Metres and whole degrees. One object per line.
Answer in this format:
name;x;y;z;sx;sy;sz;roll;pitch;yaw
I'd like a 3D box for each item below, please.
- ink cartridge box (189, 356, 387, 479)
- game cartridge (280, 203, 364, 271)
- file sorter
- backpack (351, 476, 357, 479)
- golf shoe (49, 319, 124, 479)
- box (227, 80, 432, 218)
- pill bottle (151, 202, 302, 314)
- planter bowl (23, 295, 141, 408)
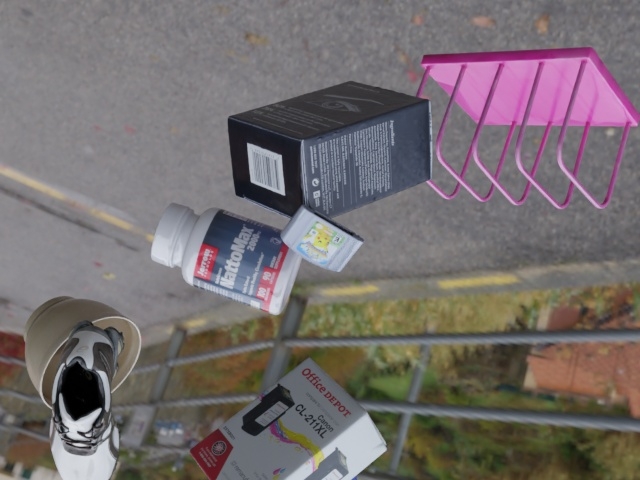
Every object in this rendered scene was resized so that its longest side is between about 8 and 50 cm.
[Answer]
ink cartridge box;-0.036;0.229;1.043;0.127;0.175;0.072;36;159;50
game cartridge;0.000;0.000;1.062;0.083;0.017;0.056;29;120;-15
file sorter;0.301;-0.164;1.466;0.290;0.182;0.202;7;161;41
backpack;-0.005;0.334;1.246;0.120;0.101;0.098;-24;-176;3
golf shoe;-0.248;0.185;0.969;0.077;0.198;0.094;4;-165;0
box;0.014;-0.113;1.158;0.153;0.207;0.108;24;126;47
pill bottle;-0.119;0.018;1.217;0.180;0.108;0.108;19;159;4
planter bowl;-0.353;0.146;1.346;0.109;0.162;0.162;38;171;32
